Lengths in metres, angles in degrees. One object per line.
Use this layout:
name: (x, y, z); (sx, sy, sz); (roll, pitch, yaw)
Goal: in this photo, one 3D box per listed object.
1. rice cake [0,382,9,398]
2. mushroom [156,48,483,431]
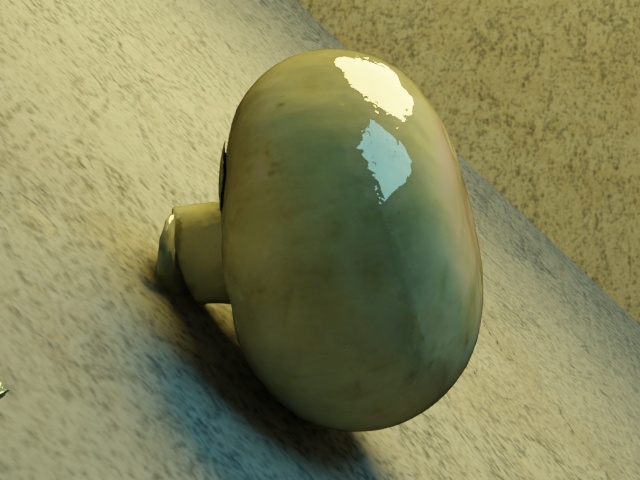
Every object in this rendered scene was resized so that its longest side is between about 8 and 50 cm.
rice cake: (-0.158, 0.074, 0.684); (0.022, 0.021, 0.121); (34, 13, 2)
mushroom: (0.000, 0.000, 1.072); (0.246, 0.202, 0.246); (-1, 90, -76)
